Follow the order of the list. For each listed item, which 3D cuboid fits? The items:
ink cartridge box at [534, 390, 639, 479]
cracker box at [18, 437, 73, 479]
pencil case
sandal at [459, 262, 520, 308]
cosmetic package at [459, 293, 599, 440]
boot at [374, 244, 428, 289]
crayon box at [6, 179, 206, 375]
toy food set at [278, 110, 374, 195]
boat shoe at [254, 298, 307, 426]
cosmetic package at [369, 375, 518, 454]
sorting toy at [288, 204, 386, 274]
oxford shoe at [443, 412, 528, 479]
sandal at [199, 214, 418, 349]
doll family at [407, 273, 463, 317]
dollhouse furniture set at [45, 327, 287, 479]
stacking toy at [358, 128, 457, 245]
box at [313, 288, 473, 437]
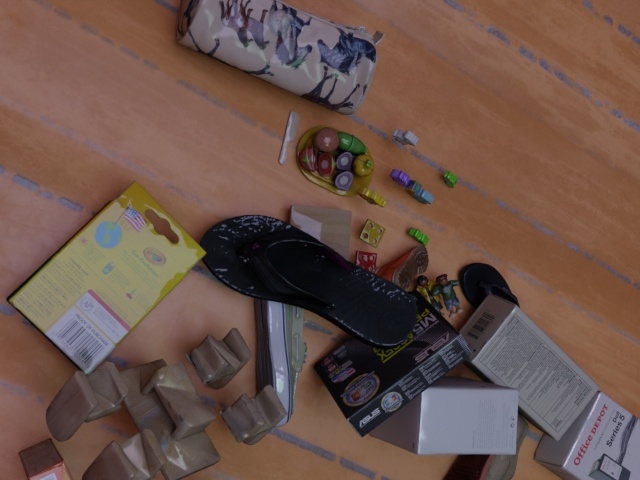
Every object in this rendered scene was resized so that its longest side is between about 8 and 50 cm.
[{"bbox_3d":[0.655,0.488,2.121,0.273,0.115,0.198,35,76,-17],"label":"ink cartridge box"},{"bbox_3d":[-0.459,0.444,1.612,0.067,0.232,0.155,-23,96,-20],"label":"cracker box"},{"bbox_3d":[-0.086,-0.402,1.830,0.410,0.160,0.183,20,97,-20],"label":"pencil case"},{"bbox_3d":[0.407,0.148,2.066,0.097,0.054,0.254,-44,104,-18],"label":"sandal"},{"bbox_3d":[0.442,0.276,2.015,0.309,0.113,0.160,43,83,-24],"label":"cosmetic package"},{"bbox_3d":[0.170,0.055,1.974,0.158,0.085,0.059,-37,113,-47],"label":"boot"},{"bbox_3d":[-0.395,0.068,1.734,0.318,0.081,0.202,-46,104,-16],"label":"crayon box"},{"bbox_3d":[0.025,-0.175,1.916,0.218,0.071,0.128,23,80,-19],"label":"toy food set"},{"bbox_3d":[-0.071,0.217,1.847,0.094,0.109,0.302,0,85,-24],"label":"boat shoe"},{"bbox_3d":[0.248,0.354,1.904,0.225,0.224,0.138,3,87,-22],"label":"cosmetic package"},{"bbox_3d":[0.000,0.000,1.913,0.275,0.046,0.132,5,86,-21],"label":"sorting toy"},{"bbox_3d":[0.355,0.520,1.999,0.130,0.123,0.348,33,78,-23],"label":"oxford shoe"},{"bbox_3d":[-0.016,0.059,1.783,0.446,0.107,0.167,23,67,2],"label":"sandal"},{"bbox_3d":[0.206,0.132,1.978,0.193,0.076,0.111,-28,103,-17],"label":"doll family"},{"bbox_3d":[-0.251,0.408,1.646,0.362,0.256,0.394,-12,62,-48],"label":"dollhouse furniture set"},{"bbox_3d":[0.192,-0.112,1.978,0.221,0.052,0.167,37,77,-38],"label":"stacking toy"},{"bbox_3d":[0.137,0.236,1.831,0.270,0.216,0.060,-37,118,-2],"label":"box"}]
